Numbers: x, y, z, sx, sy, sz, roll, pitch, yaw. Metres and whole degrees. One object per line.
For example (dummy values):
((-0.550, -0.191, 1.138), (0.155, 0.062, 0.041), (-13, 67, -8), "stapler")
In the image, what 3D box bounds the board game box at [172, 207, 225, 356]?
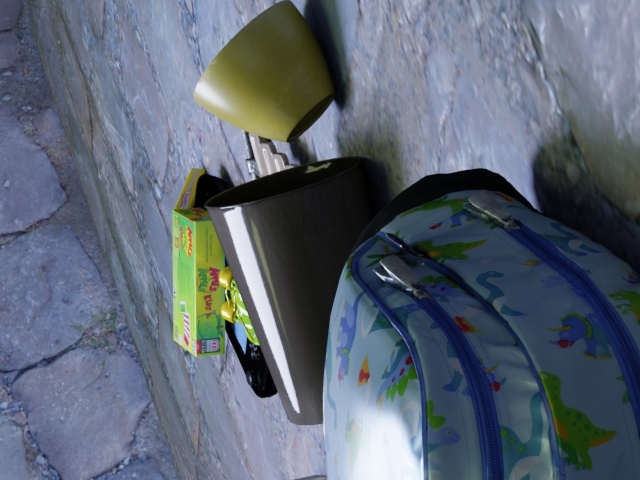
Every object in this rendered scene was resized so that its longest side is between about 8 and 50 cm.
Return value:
((-0.162, 0.054, 2.259), (0.092, 0.043, 0.181), (-155, 63, -63), "board game box")

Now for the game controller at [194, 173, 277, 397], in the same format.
((-0.110, 0.055, 2.252), (0.319, 0.067, 0.166), (-119, 19, -43), "game controller")

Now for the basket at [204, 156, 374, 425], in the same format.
((-0.004, 0.050, 1.639), (0.204, 0.154, 0.226), (-160, 52, -75), "basket")

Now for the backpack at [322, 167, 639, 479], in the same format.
((0.118, 0.126, 1.062), (0.355, 0.273, 0.290), (27, 117, 55), "backpack")

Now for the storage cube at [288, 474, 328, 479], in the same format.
((-0.055, 0.404, 2.116), (0.184, 0.215, 0.193), (150, 110, -77), "storage cube")

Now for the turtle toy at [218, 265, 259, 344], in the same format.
((-0.059, 0.074, 1.911), (0.095, 0.066, 0.130), (25, 137, 27), "turtle toy")

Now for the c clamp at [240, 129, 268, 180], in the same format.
((-0.088, -0.134, 2.039), (0.137, 0.022, 0.160), (-138, 34, -67), "c clamp")

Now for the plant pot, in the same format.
((-0.042, -0.150, 1.645), (0.095, 0.134, 0.134), (45, 162, 7), "plant pot")

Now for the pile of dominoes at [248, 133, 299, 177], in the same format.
((0.000, 0.000, 1.850), (0.251, 0.040, 0.196), (42, 146, 52), "pile of dominoes")

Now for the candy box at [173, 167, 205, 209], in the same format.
((-0.177, 0.008, 2.466), (0.105, 0.027, 0.206), (-77, -15, -51), "candy box")
